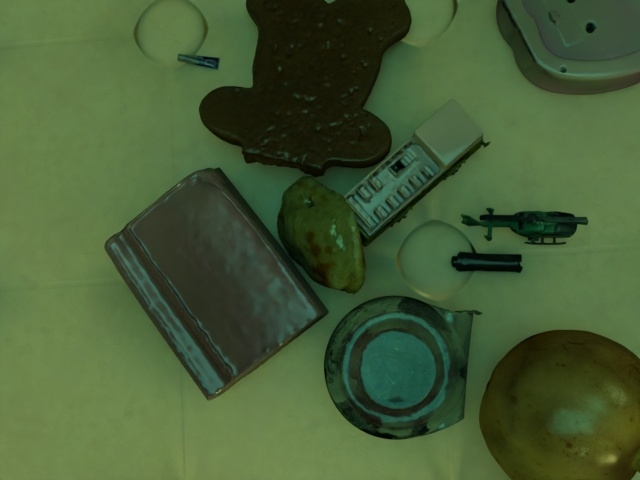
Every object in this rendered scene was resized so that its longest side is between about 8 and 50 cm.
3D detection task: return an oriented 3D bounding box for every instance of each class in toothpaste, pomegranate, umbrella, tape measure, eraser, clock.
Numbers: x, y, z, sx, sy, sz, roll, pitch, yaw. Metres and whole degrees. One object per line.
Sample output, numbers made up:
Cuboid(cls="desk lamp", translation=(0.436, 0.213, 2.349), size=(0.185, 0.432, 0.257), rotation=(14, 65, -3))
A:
Cuboid(cls="toothpaste", translation=(-0.245, -0.360, 1.822), size=(0.083, 0.015, 0.024), rotation=(8, 83, 1))
Cuboid(cls="pomegranate", translation=(0.434, 0.300, 1.535), size=(0.319, 0.319, 0.319), rotation=(-1, 83, 6))
Cuboid(cls="umbrella", translation=(0.313, 0.040, 1.708), size=(0.133, 0.031, 0.036), rotation=(2, 61, 6))
Cuboid(cls="tape measure", translation=(0.144, 0.229, 1.646), size=(0.275, 0.147, 0.256), rotation=(6, 86, 3))
Cuboid(cls="eraser", translation=(-0.198, 0.073, 1.704), size=(0.272, 0.122, 0.359), rotation=(-37, 82, 7))
Cuboid(cls="clock", translation=(0.507, -0.440, 1.709), size=(0.338, 0.102, 0.339), rotation=(-1, 83, 5))

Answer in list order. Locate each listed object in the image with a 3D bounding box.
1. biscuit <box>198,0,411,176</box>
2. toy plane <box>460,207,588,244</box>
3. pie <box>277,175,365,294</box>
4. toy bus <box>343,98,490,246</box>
Cuboid(cls="biscuit", translation=(-0.028, -0.313, 1.747), size=(0.368, 0.076, 0.394), rotation=(8, 73, 7))
Cuboid(cls="toy plane", translation=(0.377, -0.029, 1.680), size=(0.235, 0.096, 0.060), rotation=(1, 80, 24))
Cuboid(cls="pie", translation=(0.000, 0.000, 1.660), size=(0.090, 0.248, 0.201), rotation=(-18, 123, -29))
Cuboid(cls="toy bus", translation=(0.167, -0.124, 1.681), size=(0.301, 0.139, 0.113), rotation=(-42, 81, -4))
